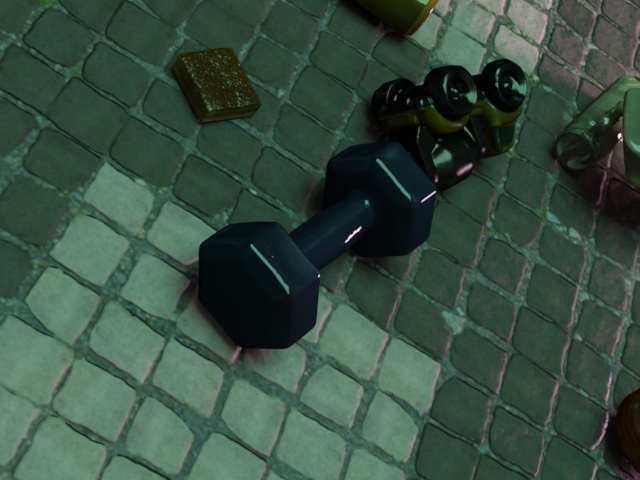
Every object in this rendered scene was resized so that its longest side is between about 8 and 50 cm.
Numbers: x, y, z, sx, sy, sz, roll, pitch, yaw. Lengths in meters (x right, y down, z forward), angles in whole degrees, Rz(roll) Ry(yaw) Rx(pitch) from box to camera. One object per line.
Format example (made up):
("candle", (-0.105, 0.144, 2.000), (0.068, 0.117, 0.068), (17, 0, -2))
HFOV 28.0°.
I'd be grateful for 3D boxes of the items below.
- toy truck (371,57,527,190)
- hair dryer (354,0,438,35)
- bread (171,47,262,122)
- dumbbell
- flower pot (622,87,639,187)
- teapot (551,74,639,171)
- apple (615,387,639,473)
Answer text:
("toy truck", (0.188, -0.156, 1.782), (0.224, 0.147, 0.165), (-13, 92, -40))
("hair dryer", (0.128, -0.428, 1.951), (0.135, 0.090, 0.278), (34, 43, -9))
("bread", (-0.134, -0.201, 1.665), (0.090, 0.035, 0.094), (-16, 70, -38))
("dumbbell", (0.000, 0.000, 1.546), (0.144, 0.160, 0.325), (30, 43, 26))
("flower pot", (0.606, -0.099, 1.885), (0.367, 0.254, 0.164), (49, 37, -39))
("teapot", (0.441, -0.184, 1.965), (0.077, 0.107, 0.200), (48, 49, 2))
("apple", (0.461, 0.246, 1.680), (0.146, 0.146, 0.131), (-23, 81, -40))
